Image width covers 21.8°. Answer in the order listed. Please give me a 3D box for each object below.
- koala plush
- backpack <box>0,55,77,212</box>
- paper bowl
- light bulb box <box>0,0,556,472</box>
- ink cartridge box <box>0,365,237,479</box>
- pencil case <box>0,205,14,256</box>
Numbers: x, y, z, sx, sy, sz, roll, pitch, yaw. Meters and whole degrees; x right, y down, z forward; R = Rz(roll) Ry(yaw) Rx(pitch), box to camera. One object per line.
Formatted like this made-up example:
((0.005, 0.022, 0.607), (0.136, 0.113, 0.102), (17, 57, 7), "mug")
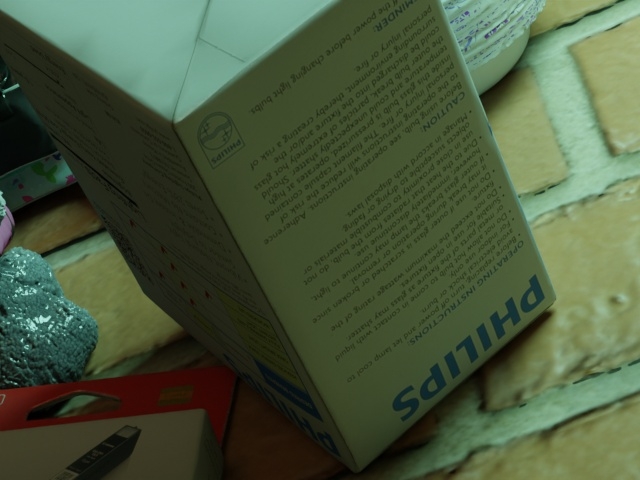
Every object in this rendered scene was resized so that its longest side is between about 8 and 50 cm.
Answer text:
((-0.330, 0.047, 1.544), (0.196, 0.221, 0.203), (-42, 33, -21), "koala plush")
((-0.363, -0.151, 1.897), (0.225, 0.191, 0.253), (-24, 34, 11), "backpack")
((0.097, -0.228, 1.663), (0.284, 0.148, 0.284), (-22, 30, 14), "paper bowl")
((-0.047, -0.075, 1.303), (0.225, 0.361, 0.358), (-39, 40, -15), "light bulb box")
((-0.226, 0.179, 1.353), (0.296, 0.066, 0.261), (-8, 36, 11), "ink cartridge box")
((-0.394, 0.039, 1.749), (0.209, 0.095, 0.098), (-71, 8, -51), "pencil case")
